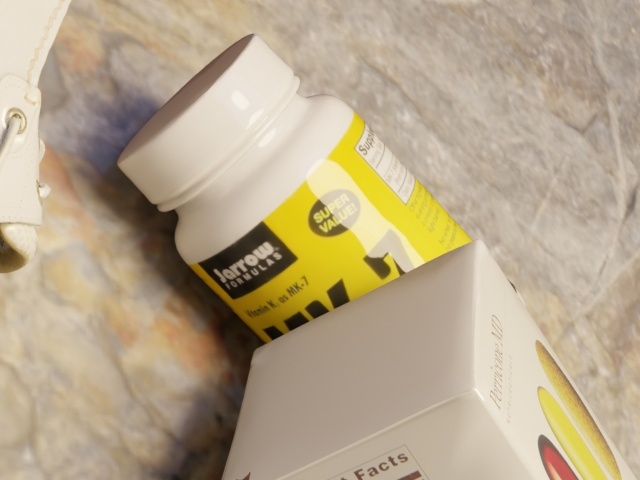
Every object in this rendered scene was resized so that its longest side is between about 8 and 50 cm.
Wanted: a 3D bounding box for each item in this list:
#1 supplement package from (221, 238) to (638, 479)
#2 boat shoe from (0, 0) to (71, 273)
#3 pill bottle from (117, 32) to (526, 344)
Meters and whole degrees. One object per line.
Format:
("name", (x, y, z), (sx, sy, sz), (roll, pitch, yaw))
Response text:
("supplement package", (0.078, 0.148, 0.732), (0.244, 0.134, 0.139), (55, 21, -21))
("boat shoe", (-0.161, -0.020, 0.642), (0.096, 0.098, 0.277), (41, 52, -22))
("pill bottle", (0.000, 0.000, 0.814), (0.208, 0.119, 0.119), (46, 41, -14))
